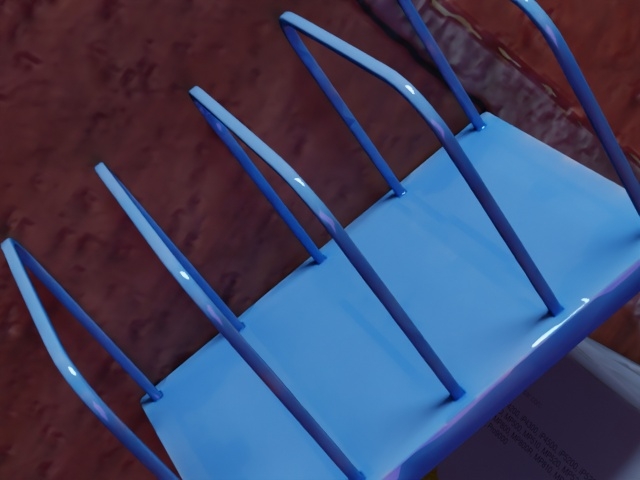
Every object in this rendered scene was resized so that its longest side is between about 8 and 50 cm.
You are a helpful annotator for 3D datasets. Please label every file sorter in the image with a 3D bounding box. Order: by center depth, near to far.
[{"bbox_3d":[0.000,0.000,0.392,0.170,0.118,0.104,-40,122,-4],"label":"file sorter"}]

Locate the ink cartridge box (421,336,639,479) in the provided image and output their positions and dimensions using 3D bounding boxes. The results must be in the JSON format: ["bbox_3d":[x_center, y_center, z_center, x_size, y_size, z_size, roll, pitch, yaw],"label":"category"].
[{"bbox_3d":[0.099,0.137,0.504,0.128,0.127,0.176,26,100,-34],"label":"ink cartridge box"}]
